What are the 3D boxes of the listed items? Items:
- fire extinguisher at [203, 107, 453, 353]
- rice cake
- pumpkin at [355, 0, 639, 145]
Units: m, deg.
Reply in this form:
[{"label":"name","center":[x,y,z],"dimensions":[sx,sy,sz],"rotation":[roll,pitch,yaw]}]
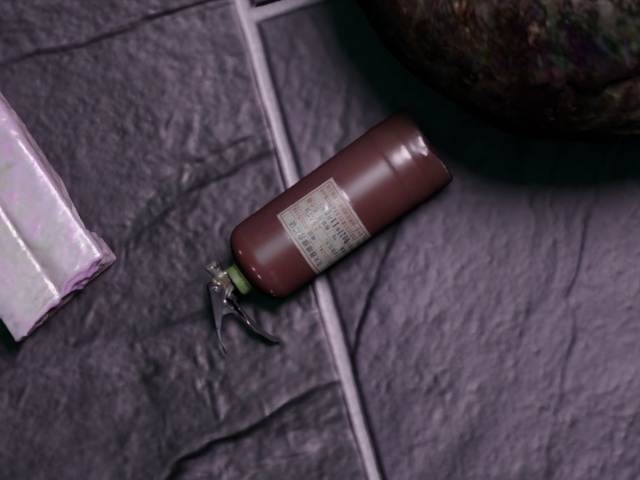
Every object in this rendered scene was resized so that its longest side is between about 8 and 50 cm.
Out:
[{"label":"fire extinguisher","center":[0.000,0.000,1.366],"dimensions":[0.231,0.071,0.099],"rotation":[-37,111,4]},{"label":"rice cake","center":[-0.283,-0.068,1.407],"dimensions":[0.106,0.050,0.298],"rotation":[-37,83,4]},{"label":"pumpkin","center":[0.209,-0.288,1.217],"dimensions":[0.454,0.344,0.454],"rotation":[3,98,21]}]
